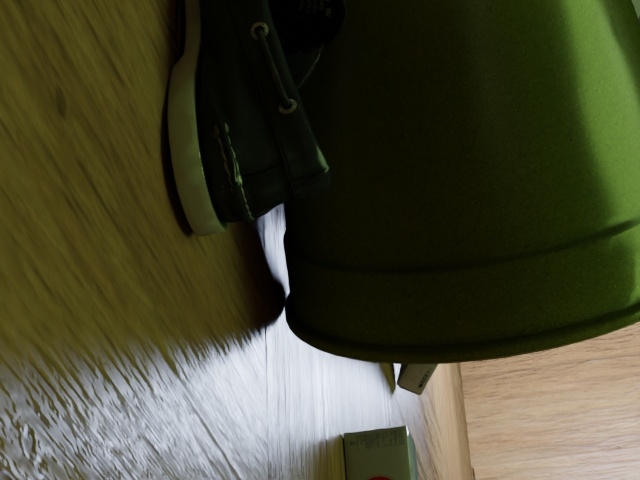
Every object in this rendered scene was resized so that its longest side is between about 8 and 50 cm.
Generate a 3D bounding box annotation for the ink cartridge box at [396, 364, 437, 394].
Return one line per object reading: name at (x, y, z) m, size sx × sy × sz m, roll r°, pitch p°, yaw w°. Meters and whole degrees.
ink cartridge box at (0.185, 0.077, 2.041) m, size 0.223 × 0.045 × 0.224 m, roll -71°, pitch -176°, yaw -53°

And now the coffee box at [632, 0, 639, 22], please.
coffee box at (0.266, -0.270, 1.730) m, size 0.334 × 0.338 × 0.337 m, roll -11°, pitch 116°, yaw -50°

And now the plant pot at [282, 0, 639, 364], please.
plant pot at (0.117, -0.134, 1.152) m, size 0.366 × 0.367 × 0.353 m, roll -72°, pitch 152°, yaw -72°

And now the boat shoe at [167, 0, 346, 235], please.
boat shoe at (-0.037, -0.148, 0.991) m, size 0.340 × 0.113 × 0.127 m, roll -89°, pitch 167°, yaw -47°

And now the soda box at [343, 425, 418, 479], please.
soda box at (0.070, 0.304, 1.425) m, size 0.074 × 0.069 × 0.216 m, roll 63°, pitch 20°, yaw -64°
